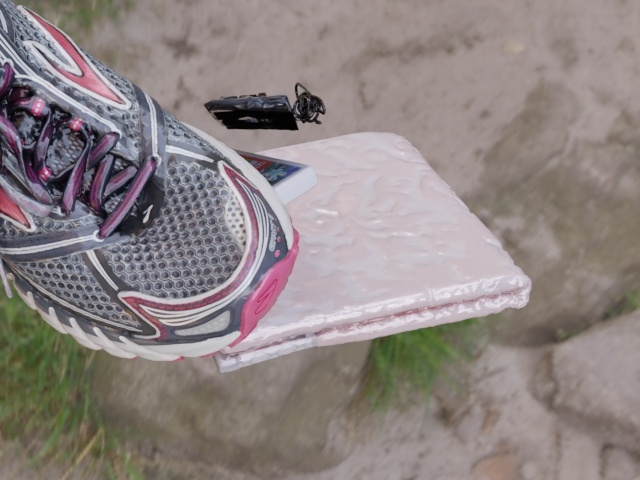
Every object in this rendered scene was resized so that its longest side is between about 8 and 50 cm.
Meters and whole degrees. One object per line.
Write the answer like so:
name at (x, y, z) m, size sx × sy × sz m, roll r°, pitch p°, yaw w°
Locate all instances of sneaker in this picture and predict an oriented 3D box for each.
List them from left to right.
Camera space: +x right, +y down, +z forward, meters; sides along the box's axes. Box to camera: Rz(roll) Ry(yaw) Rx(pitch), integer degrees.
sneaker at (-0.147, -0.047, 0.742) m, size 0.299 × 0.112 × 0.121 m, roll 31°, pitch 79°, yaw 14°

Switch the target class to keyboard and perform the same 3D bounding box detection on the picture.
keyboard at (-0.045, -0.121, 1.370) m, size 0.100 × 0.192 × 0.038 m, roll 2°, pitch 90°, yaw 0°

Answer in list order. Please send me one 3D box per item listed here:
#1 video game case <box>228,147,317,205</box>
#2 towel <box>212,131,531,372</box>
video game case at (-0.132, -0.023, 1.362) m, size 0.201 × 0.183 × 0.023 m, roll -33°, pitch 118°, yaw -29°
towel at (0.000, 0.000, 1.566) m, size 0.317 × 0.053 × 0.332 m, roll -12°, pitch 34°, yaw -16°
